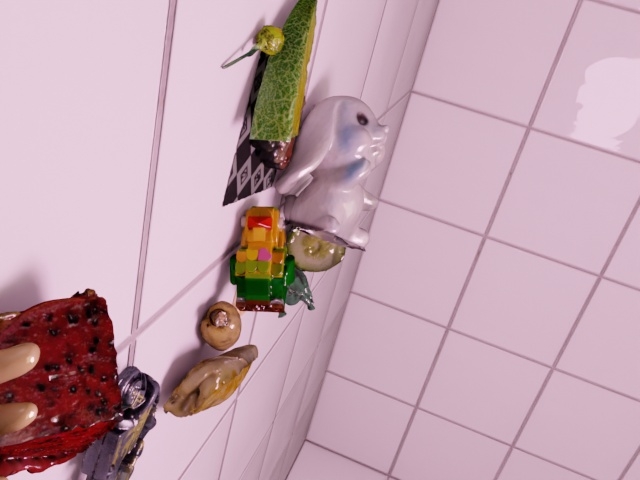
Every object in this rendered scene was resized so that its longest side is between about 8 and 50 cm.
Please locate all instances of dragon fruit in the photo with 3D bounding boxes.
[{"bbox_3d":[-0.245,0.129,0.507,0.161,0.120,0.127,-46,-128,44],"label":"dragon fruit"}]

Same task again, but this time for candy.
[{"bbox_3d":[-0.086,-0.236,0.758,0.123,0.035,0.035,-50,176,-42],"label":"candy"}]

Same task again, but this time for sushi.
[{"bbox_3d":[-0.062,-0.169,0.945,0.219,0.047,0.232,-40,148,-70],"label":"sushi"}]

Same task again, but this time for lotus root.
[{"bbox_3d":[-0.159,0.140,0.986,0.072,0.063,0.152,-56,169,-19],"label":"lotus root"}]

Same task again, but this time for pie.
[{"bbox_3d":[-0.172,0.236,1.024,0.128,0.068,0.282,-47,174,3],"label":"pie"}]

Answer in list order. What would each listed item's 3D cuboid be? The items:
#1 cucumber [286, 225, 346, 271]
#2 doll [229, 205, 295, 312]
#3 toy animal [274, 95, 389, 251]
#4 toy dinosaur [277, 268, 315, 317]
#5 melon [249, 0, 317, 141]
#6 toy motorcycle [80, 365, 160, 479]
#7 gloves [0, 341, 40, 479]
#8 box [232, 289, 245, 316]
[{"bbox_3d":[-0.001,-0.003,1.381,0.244,0.134,0.134,-37,147,-84],"label":"cucumber"},{"bbox_3d":[-0.094,0.033,1.001,0.134,0.106,0.187,-62,153,-77],"label":"doll"},{"bbox_3d":[0.025,-0.122,1.164,0.289,0.174,0.249,-65,158,-21],"label":"toy animal"},{"bbox_3d":[-0.057,0.117,1.379,0.292,0.079,0.120,51,24,-74],"label":"toy dinosaur"},{"bbox_3d":[-0.030,-0.246,0.854,0.114,0.053,0.262,41,59,-64],"label":"melon"},{"bbox_3d":[-0.241,0.234,0.746,0.124,0.061,0.194,-30,137,-78],"label":"toy motorcycle"},{"bbox_3d":[-0.248,0.130,0.348,0.164,0.124,0.204,111,-8,-51],"label":"gloves"},{"bbox_3d":[-0.143,0.100,1.125,0.058,0.015,0.093,-38,148,-68],"label":"box"}]
